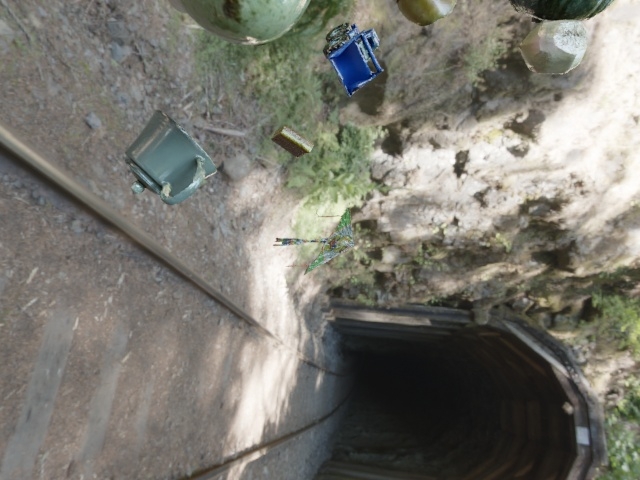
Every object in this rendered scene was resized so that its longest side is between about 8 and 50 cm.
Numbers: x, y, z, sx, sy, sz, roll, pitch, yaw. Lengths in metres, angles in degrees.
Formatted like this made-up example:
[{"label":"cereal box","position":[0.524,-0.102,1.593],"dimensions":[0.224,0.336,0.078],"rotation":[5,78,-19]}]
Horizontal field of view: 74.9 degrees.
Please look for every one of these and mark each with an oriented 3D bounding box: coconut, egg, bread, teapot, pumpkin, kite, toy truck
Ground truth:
[{"label":"coconut","position":[0.482,-0.409,0.876],"dimensions":[0.110,0.125,0.110],"rotation":[9,90,-79]},{"label":"egg","position":[-0.140,-0.513,0.715],"dimensions":[0.287,0.288,0.379],"rotation":[80,-9,-59]},{"label":"bread","position":[-0.076,-0.264,1.120],"dimensions":[0.035,0.094,0.090],"rotation":[-63,-159,-9]},{"label":"teapot","position":[-0.309,-0.144,0.821],"dimensions":[0.149,0.239,0.162],"rotation":[-46,143,-12]},{"label":"pumpkin","position":[0.655,-0.685,1.069],"dimensions":[0.196,0.293,0.263],"rotation":[-111,-160,-49]},{"label":"kite","position":[0.000,0.000,0.889],"dimensions":[0.244,0.006,0.198],"rotation":[5,124,-47]},{"label":"toy truck","position":[0.085,-0.463,1.044],"dimensions":[0.113,0.126,0.208],"rotation":[51,32,-37]}]

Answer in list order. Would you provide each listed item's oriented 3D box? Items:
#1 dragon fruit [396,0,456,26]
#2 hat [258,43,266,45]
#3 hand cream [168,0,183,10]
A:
[{"label":"dragon fruit","position":[0.147,-0.329,0.273],"dimensions":[0.243,0.307,0.227],"rotation":[56,39,-28]},{"label":"hat","position":[-0.211,-0.747,1.367],"dimensions":[0.089,0.206,0.205],"rotation":[-13,108,-50]},{"label":"hand cream","position":[-0.354,-0.683,1.106],"dimensions":[0.185,0.118,0.358],"rotation":[69,-9,-27]}]
